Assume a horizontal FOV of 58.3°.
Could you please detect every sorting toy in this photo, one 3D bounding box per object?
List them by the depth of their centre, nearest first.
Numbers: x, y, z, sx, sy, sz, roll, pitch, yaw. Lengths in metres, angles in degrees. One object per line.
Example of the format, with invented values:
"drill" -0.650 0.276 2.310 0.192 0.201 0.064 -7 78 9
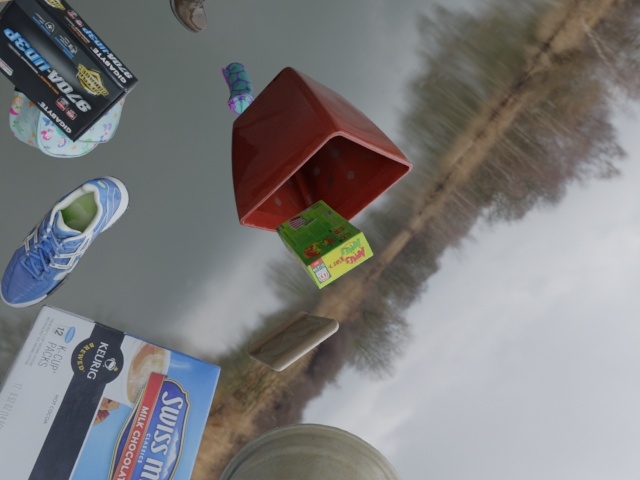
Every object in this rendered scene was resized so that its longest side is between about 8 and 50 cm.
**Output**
"sorting toy" -0.069 0.249 1.420 0.193 0.038 0.208 -33 -166 -21

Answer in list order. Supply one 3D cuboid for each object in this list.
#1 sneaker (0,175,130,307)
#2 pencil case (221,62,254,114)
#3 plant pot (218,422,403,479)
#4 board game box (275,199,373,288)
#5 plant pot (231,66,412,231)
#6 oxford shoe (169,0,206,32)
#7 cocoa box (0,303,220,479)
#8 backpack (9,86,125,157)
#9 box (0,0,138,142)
"sneaker" -0.337 -0.003 0.729 0.211 0.080 0.081 -51 -177 -2
"pencil case" -0.213 -0.395 1.486 0.070 0.152 0.065 -4 139 -15
"plant pot" -0.036 0.456 0.764 0.334 0.334 0.305 -49 173 5
"board game box" 0.000 0.000 0.879 0.092 0.043 0.181 -32 -155 -6
"plant pot" -0.028 -0.182 1.154 0.267 0.236 0.267 -40 151 27
"oxford shoe" -0.306 -0.579 1.363 0.083 0.096 0.227 -60 163 -20
"cocoa box" -0.313 0.275 0.744 0.347 0.227 0.232 -43 -151 49
"backpack" -0.573 -0.314 1.307 0.254 0.191 0.225 -63 168 13
"box" -0.451 -0.303 0.986 0.175 0.220 0.051 -28 -156 30
